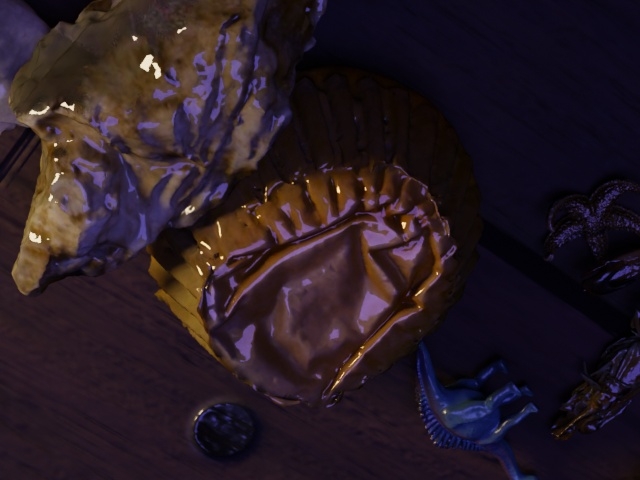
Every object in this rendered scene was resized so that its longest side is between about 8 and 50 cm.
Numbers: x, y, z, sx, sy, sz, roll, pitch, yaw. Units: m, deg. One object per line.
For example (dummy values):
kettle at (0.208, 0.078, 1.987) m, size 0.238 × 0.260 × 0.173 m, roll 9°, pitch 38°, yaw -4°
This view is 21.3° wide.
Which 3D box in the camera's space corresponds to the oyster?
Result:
oyster at (-0.096, -0.111, 1.078) m, size 0.341 × 0.166 × 0.110 m, roll -41°, pitch 139°, yaw 8°

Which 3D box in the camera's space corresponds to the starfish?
starfish at (0.206, -0.012, 1.247) m, size 0.091 × 0.028 × 0.078 m, roll 13°, pitch 116°, yaw -16°

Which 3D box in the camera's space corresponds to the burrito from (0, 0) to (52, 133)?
burrito at (-0.321, -0.203, 1.059) m, size 0.117 × 0.076 × 0.392 m, roll -44°, pitch 114°, yaw 9°

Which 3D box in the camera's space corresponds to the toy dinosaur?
toy dinosaur at (0.115, 0.126, 1.282) m, size 0.080 × 0.045 × 0.197 m, roll -38°, pitch 120°, yaw 13°

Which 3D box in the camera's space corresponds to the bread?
bread at (0.001, -0.003, 1.159) m, size 0.240 × 0.139 × 0.240 m, roll -4°, pitch 112°, yaw -10°

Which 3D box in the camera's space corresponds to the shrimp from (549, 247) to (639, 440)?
shrimp at (0.220, 0.073, 1.272) m, size 0.178 × 0.034 × 0.124 m, roll -41°, pitch 124°, yaw 11°
